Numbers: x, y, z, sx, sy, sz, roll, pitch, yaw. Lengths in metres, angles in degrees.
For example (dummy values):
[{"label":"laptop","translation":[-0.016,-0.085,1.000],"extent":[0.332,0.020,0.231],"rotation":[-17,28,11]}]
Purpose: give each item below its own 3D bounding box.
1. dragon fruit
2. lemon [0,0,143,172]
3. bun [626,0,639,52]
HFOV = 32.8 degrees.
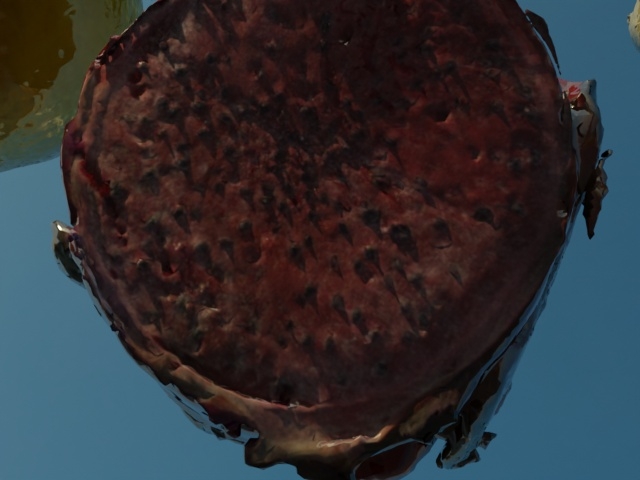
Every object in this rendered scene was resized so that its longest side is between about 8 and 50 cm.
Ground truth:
[{"label":"dragon fruit","translation":[0.000,0.000,0.665],"extent":[0.296,0.263,0.314],"rotation":[29,-99,11]},{"label":"lemon","translation":[-0.274,-0.188,0.873],"extent":[0.293,0.293,0.293],"rotation":[11,-70,31]},{"label":"bun","translation":[0.457,-0.265,1.216],"extent":[0.220,0.220,0.134],"rotation":[20,-47,28]}]
